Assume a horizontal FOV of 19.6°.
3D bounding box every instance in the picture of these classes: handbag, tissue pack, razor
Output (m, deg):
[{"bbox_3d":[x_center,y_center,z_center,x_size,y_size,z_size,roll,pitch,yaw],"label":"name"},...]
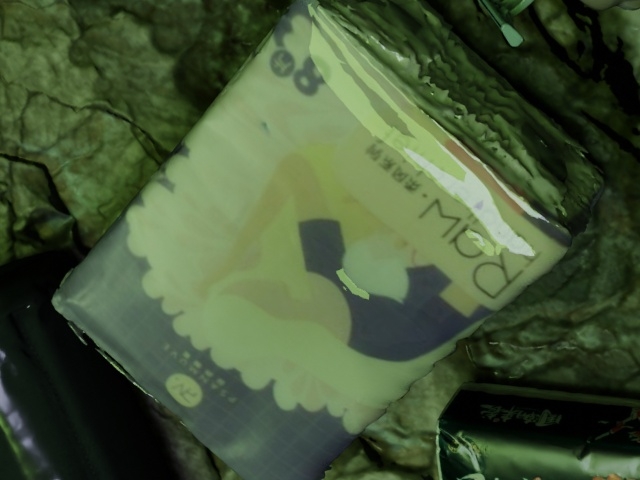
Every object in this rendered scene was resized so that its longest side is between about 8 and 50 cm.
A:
[{"bbox_3d":[-0.270,0.181,1.472,0.275,0.178,0.302,-18,109,15],"label":"handbag"},{"bbox_3d":[0.000,0.000,1.281,0.242,0.125,0.343,43,125,-1],"label":"tissue pack"},{"bbox_3d":[0.174,0.161,1.307,0.170,0.090,0.103,5,120,23],"label":"tissue pack"},{"bbox_3d":[0.146,-0.219,1.155,0.037,0.068,0.191,8,118,-21],"label":"razor"}]

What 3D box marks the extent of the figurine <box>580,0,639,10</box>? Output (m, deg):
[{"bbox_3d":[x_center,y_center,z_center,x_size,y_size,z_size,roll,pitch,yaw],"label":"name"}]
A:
[{"bbox_3d":[0.162,-0.323,0.948,0.378,0.266,0.361,33,112,-2],"label":"figurine"}]
